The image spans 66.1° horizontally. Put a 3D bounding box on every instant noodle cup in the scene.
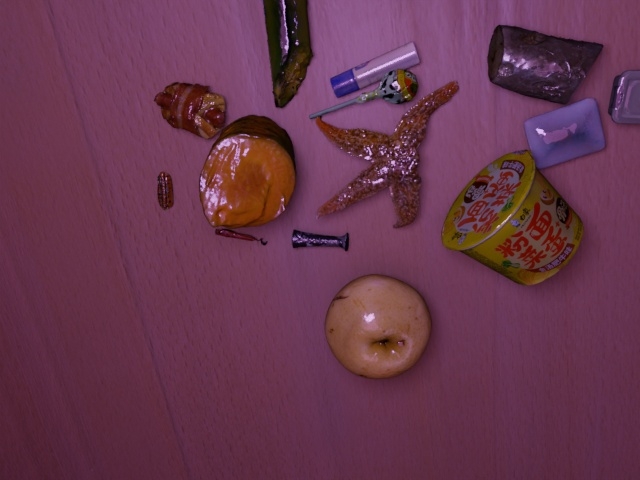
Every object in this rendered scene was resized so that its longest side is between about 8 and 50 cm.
[{"bbox_3d":[0.495,-0.044,1.252,0.221,0.311,0.311,35,112,-14],"label":"instant noodle cup"}]

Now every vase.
[{"bbox_3d":[0.000,0.000,1.468,0.166,0.059,0.059,3,110,9],"label":"vase"}]

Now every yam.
[{"bbox_3d":[0.528,-0.418,1.180,0.254,0.154,0.154,15,111,3],"label":"yam"}]

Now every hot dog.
[{"bbox_3d":[-0.366,-0.368,1.383,0.213,0.103,0.146,14,112,7],"label":"hot dog"},{"bbox_3d":[-0.481,-0.153,1.517,0.049,0.037,0.122,2,111,6],"label":"hot dog"}]

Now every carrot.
[{"bbox_3d":[-0.186,-0.190,1.314,0.241,0.341,0.242,-1,121,-2],"label":"carrot"}]

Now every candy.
[{"bbox_3d":[0.620,-0.269,1.250,0.174,0.071,0.138,-17,105,16],"label":"candy"},{"bbox_3d":[0.108,-0.367,1.297,0.305,0.083,0.091,-14,143,25],"label":"candy"}]

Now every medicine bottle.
[{"bbox_3d":[0.140,-0.443,1.285,0.230,0.059,0.059,-19,105,16],"label":"medicine bottle"}]

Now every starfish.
[{"bbox_3d":[0.174,-0.214,1.334,0.383,0.132,0.398,1,106,15],"label":"starfish"}]

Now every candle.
[{"bbox_3d":[-0.246,-0.013,1.530,0.167,0.021,0.026,12,112,7],"label":"candle"}]

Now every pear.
[{"bbox_3d":[0.161,0.238,1.405,0.309,0.309,0.309,3,110,9],"label":"pear"}]

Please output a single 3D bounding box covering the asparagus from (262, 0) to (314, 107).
[{"bbox_3d":[-0.085,-0.540,1.270,0.128,0.108,0.382,-2,111,10],"label":"asparagus"}]

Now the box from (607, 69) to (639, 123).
[{"bbox_3d":[0.784,-0.346,1.181,0.172,0.093,0.124,5,111,10],"label":"box"}]
